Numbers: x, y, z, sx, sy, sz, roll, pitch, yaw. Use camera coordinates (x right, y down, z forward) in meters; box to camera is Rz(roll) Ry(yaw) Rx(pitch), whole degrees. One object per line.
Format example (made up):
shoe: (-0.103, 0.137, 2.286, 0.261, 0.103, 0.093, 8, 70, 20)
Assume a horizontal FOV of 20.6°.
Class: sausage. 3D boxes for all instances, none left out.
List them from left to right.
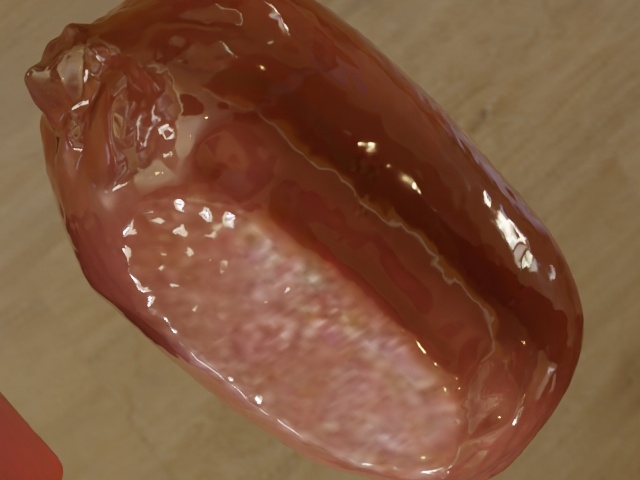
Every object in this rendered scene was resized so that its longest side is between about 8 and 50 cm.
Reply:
sausage: (0.000, 0.000, 0.665, 0.254, 0.148, 0.148, 40, 73, -20)

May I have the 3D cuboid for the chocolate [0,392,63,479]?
chocolate: (-0.311, 0.179, 0.728, 0.360, 0.341, 0.161, -22, 109, 6)
